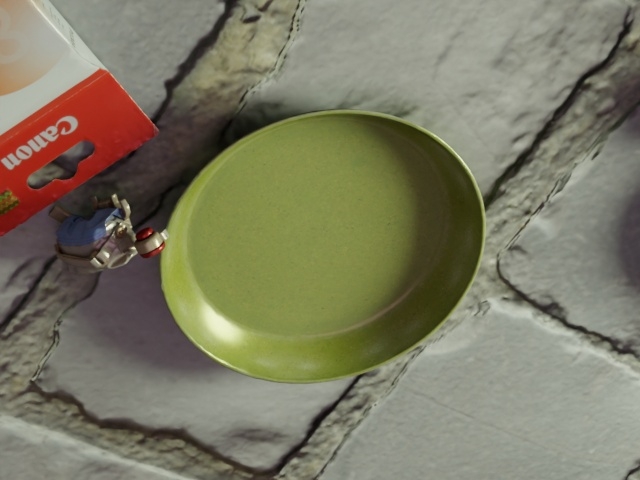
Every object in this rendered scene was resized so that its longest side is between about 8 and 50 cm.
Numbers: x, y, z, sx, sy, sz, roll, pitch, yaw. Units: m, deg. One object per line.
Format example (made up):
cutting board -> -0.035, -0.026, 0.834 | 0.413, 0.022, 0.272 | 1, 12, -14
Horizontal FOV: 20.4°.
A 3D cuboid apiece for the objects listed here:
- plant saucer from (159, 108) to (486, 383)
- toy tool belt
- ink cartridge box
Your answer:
plant saucer -> 0.000, 0.000, 1.298 | 0.241, 0.037, 0.241 | -7, 126, -9
toy tool belt -> -0.151, -0.008, 1.238 | 0.083, 0.052, 0.051 | -12, 114, 38
ink cartridge box -> -0.213, -0.084, 1.181 | 0.145, 0.045, 0.179 | -32, 124, 10
